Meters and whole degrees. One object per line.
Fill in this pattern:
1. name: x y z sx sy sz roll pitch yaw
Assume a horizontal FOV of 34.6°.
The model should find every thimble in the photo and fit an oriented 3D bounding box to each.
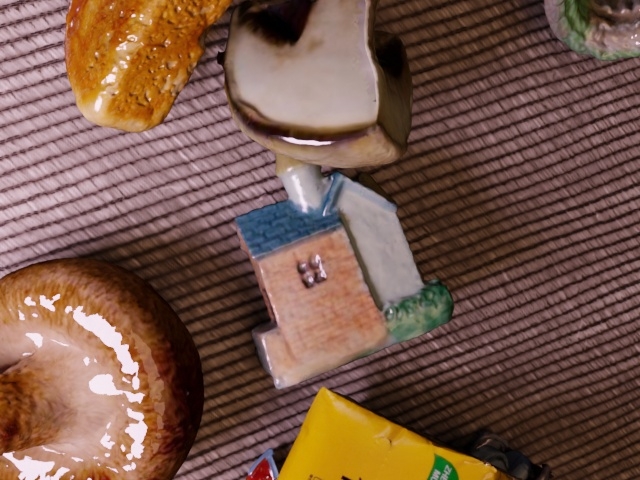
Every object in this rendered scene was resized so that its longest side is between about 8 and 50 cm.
1. thimble: 0.411 -0.368 1.414 0.219 0.150 0.219 4 142 3

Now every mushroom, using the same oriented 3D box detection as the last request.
1. mushroom: -0.325 0.181 1.261 0.334 0.356 0.331 10 83 15
2. mushroom: -0.001 -0.216 1.348 0.217 0.212 0.292 -10 74 21

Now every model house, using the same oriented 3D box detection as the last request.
1. model house: 0.000 0.000 1.416 0.267 0.194 0.325 -20 94 -9

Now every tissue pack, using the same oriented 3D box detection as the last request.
1. tissue pack: 0.066 0.433 1.402 0.382 0.293 0.228 -63 149 -10

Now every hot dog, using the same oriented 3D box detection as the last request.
1. hot dog: -0.223 -0.271 1.269 0.150 0.153 0.257 15 111 -49

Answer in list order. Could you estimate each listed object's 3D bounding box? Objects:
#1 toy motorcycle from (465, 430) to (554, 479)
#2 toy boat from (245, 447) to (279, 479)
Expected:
1. toy motorcycle: 0.248 0.469 1.581 0.241 0.182 0.319 25 93 -21
2. toy boat: -0.068 0.387 1.524 0.058 0.069 0.173 -25 115 -29
